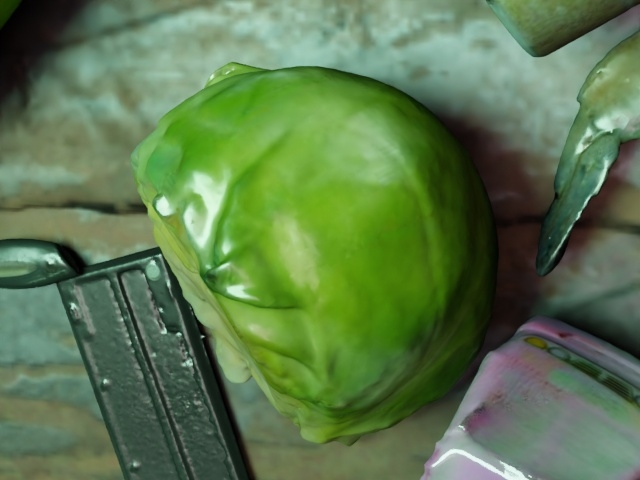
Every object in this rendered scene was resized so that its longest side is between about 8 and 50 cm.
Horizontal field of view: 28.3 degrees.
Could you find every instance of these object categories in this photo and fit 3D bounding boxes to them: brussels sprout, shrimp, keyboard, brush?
[{"bbox_3d":[0.004,-0.003,0.504,0.122,0.151,0.149,-29,69,-11],"label":"brussels sprout"},{"bbox_3d":[0.164,0.001,0.509,0.150,0.051,0.217,12,98,13],"label":"shrimp"},{"bbox_3d":[-0.067,0.102,0.603,0.064,0.010,0.198,-14,100,17],"label":"keyboard"},{"bbox_3d":[-0.205,0.014,0.609,0.194,0.016,0.062,-4,104,14],"label":"brush"}]

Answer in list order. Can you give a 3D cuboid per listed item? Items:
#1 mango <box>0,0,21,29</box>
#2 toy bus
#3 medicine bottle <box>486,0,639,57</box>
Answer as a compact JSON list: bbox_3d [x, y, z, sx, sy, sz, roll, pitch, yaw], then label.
[{"bbox_3d":[-0.215,-0.128,0.499,0.192,0.156,0.343,35,113,-14],"label":"mango"},{"bbox_3d":[0.060,0.172,0.528,0.090,0.112,0.274,28,115,21],"label":"toy bus"},{"bbox_3d":[0.175,-0.199,0.398,0.322,0.151,0.151,-27,96,17],"label":"medicine bottle"}]
